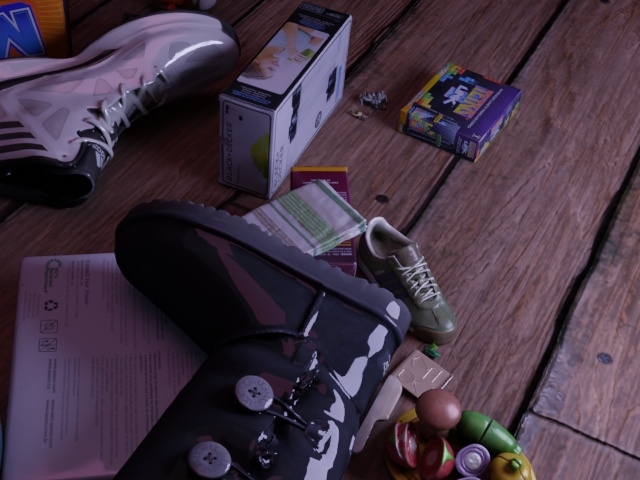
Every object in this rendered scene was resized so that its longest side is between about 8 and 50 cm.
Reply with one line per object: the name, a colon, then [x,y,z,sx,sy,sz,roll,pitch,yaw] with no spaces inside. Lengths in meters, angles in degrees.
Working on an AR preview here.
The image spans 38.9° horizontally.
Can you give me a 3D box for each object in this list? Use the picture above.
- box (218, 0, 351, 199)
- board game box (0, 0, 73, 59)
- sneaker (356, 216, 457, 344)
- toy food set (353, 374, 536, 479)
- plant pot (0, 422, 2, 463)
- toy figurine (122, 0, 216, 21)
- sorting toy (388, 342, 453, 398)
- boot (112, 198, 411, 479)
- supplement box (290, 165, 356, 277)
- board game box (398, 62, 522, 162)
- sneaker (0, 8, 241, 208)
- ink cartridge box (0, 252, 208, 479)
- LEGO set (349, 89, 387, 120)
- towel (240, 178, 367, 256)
box: [-0.052,-0.217,1.381,0.087,0.169,0.290,20,45,13]
board game box: [-0.607,-0.471,1.464,0.357,0.356,0.356,-7,45,-11]
sneaker: [0.110,0.045,1.180,0.064,0.086,0.192,-22,50,-24]
toy food set: [0.143,0.227,1.002,0.218,0.071,0.128,29,52,19]
plant pot: [-0.444,0.196,0.868,0.293,0.235,0.293,-5,46,6]
toy figurine: [-0.255,-0.457,1.581,0.148,0.209,0.213,9,45,-2]
sorting toy: [0.131,0.161,1.117,0.062,0.012,0.083,33,51,23]
boot: [-0.147,0.181,0.911,0.367,0.146,0.445,19,52,14]
supplement box: [0.000,0.000,1.205,0.081,0.104,0.188,-1,45,-3]
board game box: [0.228,-0.212,1.477,0.141,0.048,0.170,24,48,21]
sneaker: [-0.306,-0.175,1.352,0.448,0.169,0.257,-19,57,-11]
ink cartridge box: [-0.192,0.146,1.071,0.330,0.071,0.324,-2,46,-10]
LEGO set: [0.083,-0.230,1.502,0.054,0.023,0.083,15,45,11]
towel: [-0.032,-0.014,1.135,0.152,0.023,0.113,-27,48,-20]
